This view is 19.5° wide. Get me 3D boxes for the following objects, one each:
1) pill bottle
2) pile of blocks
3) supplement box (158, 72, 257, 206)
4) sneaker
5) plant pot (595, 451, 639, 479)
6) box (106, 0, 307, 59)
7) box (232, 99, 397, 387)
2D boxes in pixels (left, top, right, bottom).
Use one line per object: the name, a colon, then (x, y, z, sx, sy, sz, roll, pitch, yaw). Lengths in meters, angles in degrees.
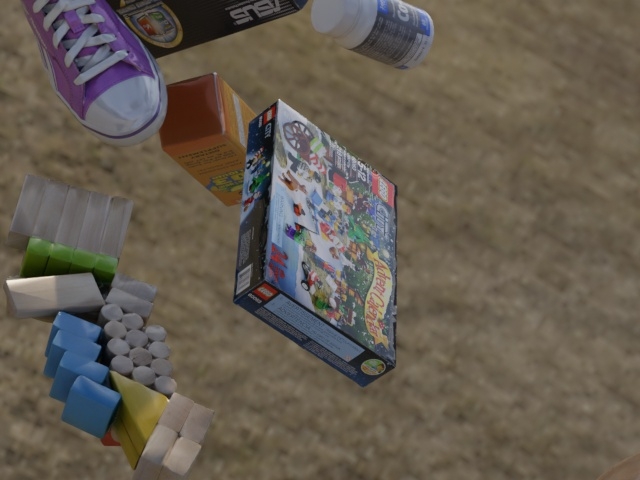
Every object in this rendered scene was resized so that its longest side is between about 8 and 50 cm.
pill bottle: (0.060, -0.255, 2.186, 0.137, 0.078, 0.078, 17, 29, -39)
pile of blocks: (-0.210, 0.105, 1.670, 0.149, 0.113, 0.362, -2, 46, -27)
supplement box: (-0.110, -0.109, 2.079, 0.233, 0.078, 0.080, 39, 38, -70)
sneaker: (-0.253, -0.224, 1.818, 0.282, 0.102, 0.161, 58, 0, 23)
plant pot: (0.321, 0.332, 1.551, 0.263, 0.263, 0.229, 27, 22, -2)
box: (-0.155, -0.311, 1.968, 0.216, 0.270, 0.060, 50, 55, -24)
box: (0.000, 0.000, 1.690, 0.159, 0.044, 0.233, 34, 38, -28)
